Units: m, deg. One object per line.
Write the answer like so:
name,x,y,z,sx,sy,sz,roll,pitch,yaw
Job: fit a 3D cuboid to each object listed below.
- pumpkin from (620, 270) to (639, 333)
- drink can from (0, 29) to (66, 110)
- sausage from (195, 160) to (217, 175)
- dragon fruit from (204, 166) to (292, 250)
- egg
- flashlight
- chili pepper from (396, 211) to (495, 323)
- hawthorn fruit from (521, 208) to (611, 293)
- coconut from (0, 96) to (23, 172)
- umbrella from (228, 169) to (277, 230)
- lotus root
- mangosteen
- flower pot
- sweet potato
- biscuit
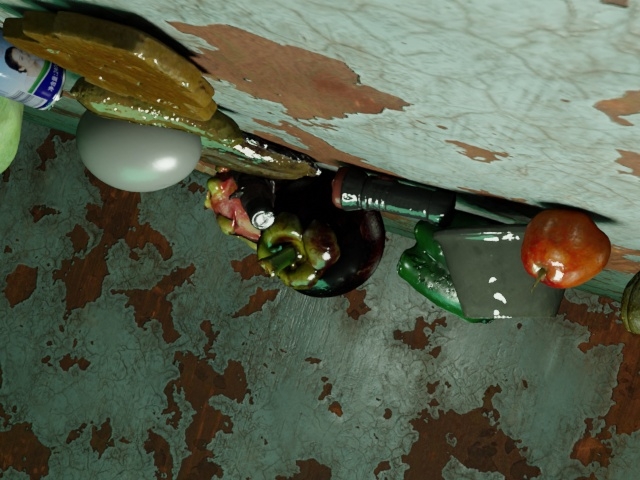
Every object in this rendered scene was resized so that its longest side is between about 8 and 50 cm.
pumpkin,0.651,0.094,1.086,0.248,0.126,0.131,-1,174,-7
drink can,-0.501,-0.274,0.943,0.097,0.097,0.235,17,180,36
sausage,-0.320,-0.228,1.958,0.169,0.065,0.065,18,180,-2
dragon fruit,-0.138,-0.107,1.659,0.307,0.243,0.227,-21,168,-15
egg,-0.316,-0.173,1.130,0.232,0.176,0.176,6,175,27
flashlight,0.139,-0.082,1.204,0.232,0.093,0.093,12,178,22
chili pepper,0.317,0.052,1.471,0.257,0.233,0.248,24,177,10
hawthorn fruit,0.359,0.012,0.959,0.140,0.125,0.125,-6,-167,-33
coconut,-0.688,-0.247,1.137,0.328,0.281,0.328,14,-136,-14
umbrella,-0.144,-0.114,1.401,0.094,0.090,0.326,30,-162,-29
lotus root,-0.159,-0.174,1.307,0.329,0.078,0.167,18,-179,-17
mangosteen,0.006,-0.013,1.452,0.297,0.297,0.313,17,177,-2
flower pot,0.333,0.058,1.147,0.269,0.166,0.269,2,177,0
sweet potato,-0.252,-0.208,1.020,0.273,0.075,0.075,15,180,-12
biscuit,-0.231,-0.216,0.773,0.278,0.043,0.301,20,177,-28
